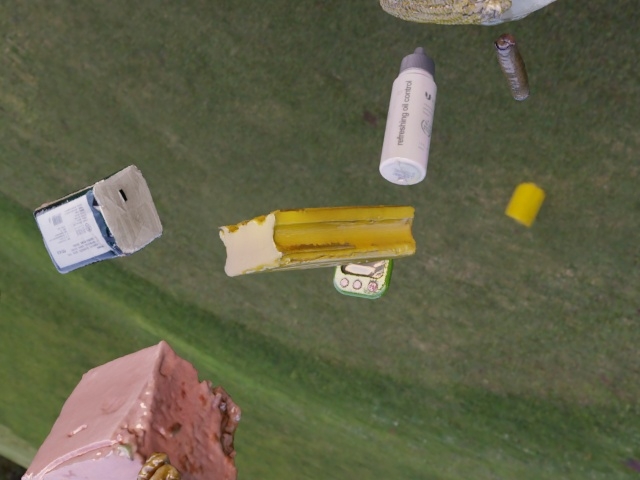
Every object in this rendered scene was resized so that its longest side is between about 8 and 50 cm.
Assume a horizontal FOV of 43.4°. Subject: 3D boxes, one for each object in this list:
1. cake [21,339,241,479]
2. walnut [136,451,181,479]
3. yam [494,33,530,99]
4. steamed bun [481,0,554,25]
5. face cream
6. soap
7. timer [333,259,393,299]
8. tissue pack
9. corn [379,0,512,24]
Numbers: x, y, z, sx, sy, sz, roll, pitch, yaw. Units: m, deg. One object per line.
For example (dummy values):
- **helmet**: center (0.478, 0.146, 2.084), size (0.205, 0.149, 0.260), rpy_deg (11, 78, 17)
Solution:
- **cake**: center (-0.330, 0.404, 1.556), size (0.293, 0.314, 0.306), rpy_deg (-27, 118, 26)
- **walnut**: center (-0.256, 0.431, 1.306), size (0.143, 0.069, 0.170), rpy_deg (33, 132, 52)
- **yam**: center (0.375, -0.336, 1.566), size (0.046, 0.046, 0.264), rpy_deg (20, 176, 22)
- **steamed bun**: center (0.329, -0.540, 1.537), size (0.343, 0.367, 0.255), rpy_deg (6, 119, 20)
- **face cream**: center (0.181, -0.260, 1.591), size (0.092, 0.311, 0.092), rpy_deg (9, 151, 5)
- **soap**: center (-0.001, 0.000, 1.476), size (0.325, 0.096, 0.204), rpy_deg (-4, 174, -35)
- **timer**: center (0.105, 0.075, 1.942), size (0.140, 0.127, 0.047), rpy_deg (8, 167, 21)
- **tissue pack**: center (-0.292, -0.025, 1.052), size (0.170, 0.090, 0.103), rpy_deg (-13, 102, 46)
- **corn**: center (0.206, -0.415, 1.353), size (0.115, 0.115, 0.318), rpy_deg (40, 173, -29)
